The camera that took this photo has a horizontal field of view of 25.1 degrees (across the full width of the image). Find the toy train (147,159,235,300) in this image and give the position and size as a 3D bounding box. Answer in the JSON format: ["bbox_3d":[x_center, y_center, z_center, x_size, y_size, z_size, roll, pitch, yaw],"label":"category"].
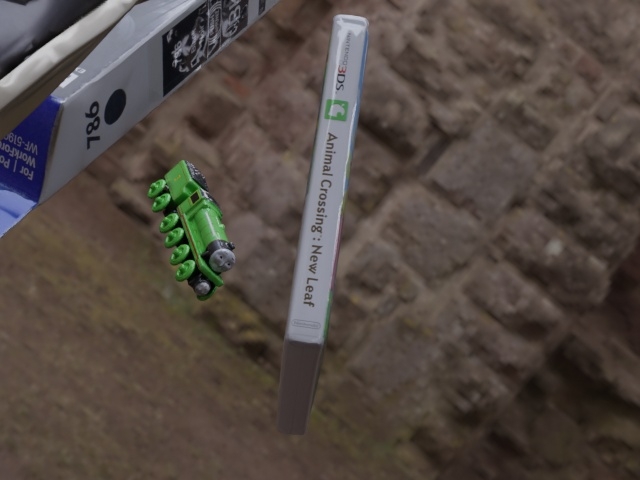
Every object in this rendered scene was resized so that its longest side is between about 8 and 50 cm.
[{"bbox_3d":[-0.048,-0.005,0.542,0.017,0.023,0.083,45,8,-31],"label":"toy train"}]

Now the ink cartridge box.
[{"bbox_3d":[-0.157,-0.136,0.867,0.165,0.333,0.065,24,-43,18],"label":"ink cartridge box"}]

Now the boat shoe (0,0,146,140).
[{"bbox_3d":[-0.094,-0.083,0.451,0.065,0.206,0.075,46,-30,-9],"label":"boat shoe"}]

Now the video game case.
[{"bbox_3d":[0.000,0.000,0.859,0.023,0.193,0.212,8,-21,0],"label":"video game case"}]
